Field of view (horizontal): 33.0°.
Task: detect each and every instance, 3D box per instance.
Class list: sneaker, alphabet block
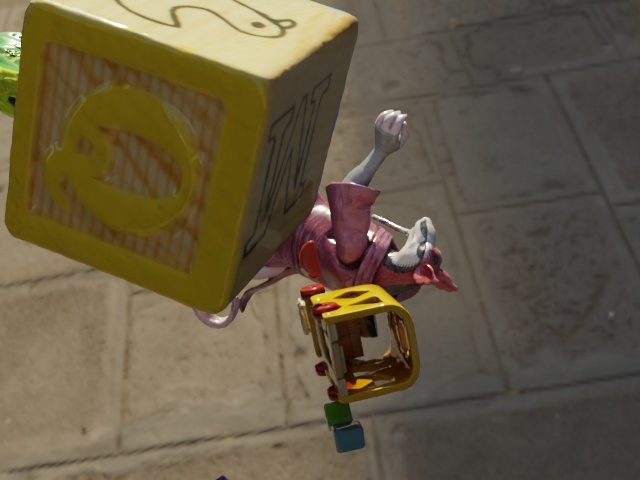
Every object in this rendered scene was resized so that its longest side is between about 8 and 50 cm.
[{"bbox_3d":[-0.356,-0.205,1.349,0.295,0.109,0.123,26,56,25],"label":"sneaker"},{"bbox_3d":[-0.103,-0.090,0.833,0.192,0.194,0.197,19,29,11],"label":"alphabet block"}]

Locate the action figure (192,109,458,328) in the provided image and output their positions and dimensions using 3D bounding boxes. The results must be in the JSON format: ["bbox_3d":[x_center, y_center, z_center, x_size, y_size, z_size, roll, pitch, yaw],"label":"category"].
[{"bbox_3d":[0.000,0.000,1.288,0.275,0.248,0.370,-43,40,-18],"label":"action figure"}]

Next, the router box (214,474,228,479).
[{"bbox_3d":[-0.104,0.365,0.821,0.243,0.309,0.081,-32,35,-17],"label":"router box"}]

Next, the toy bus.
[{"bbox_3d":[0.042,0.096,1.129,0.104,0.191,0.202,-11,55,-6],"label":"toy bus"}]
